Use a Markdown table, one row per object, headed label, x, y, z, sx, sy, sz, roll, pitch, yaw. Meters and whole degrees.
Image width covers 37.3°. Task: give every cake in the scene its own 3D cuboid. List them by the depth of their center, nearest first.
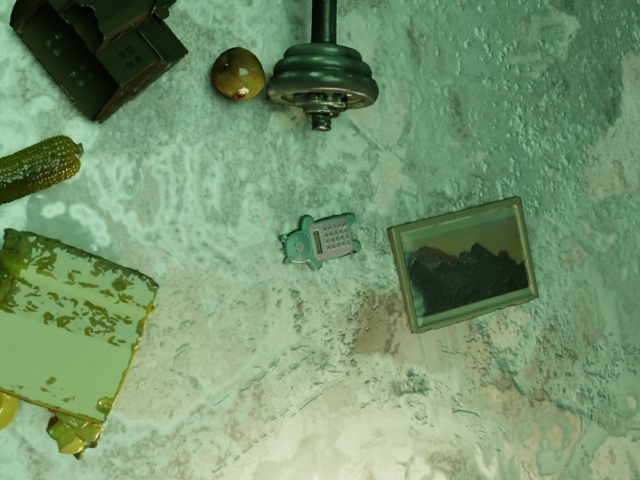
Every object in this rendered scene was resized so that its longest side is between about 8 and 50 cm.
| label | x | y | z | sx | sy | sz | roll | pitch | yaw |
| --- | --- | --- | --- | --- | --- | --- | --- | --- | --- |
| cake | -0.378 | 0.149 | 1.298 | 0.227 | 0.222 | 0.286 | 22 | 80 | -17 |

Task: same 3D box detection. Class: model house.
| label | x | y | z | sx | sy | sz | roll | pitch | yaw |
| --- | --- | --- | --- | --- | --- | --- | --- | --- | --- |
| model house | -0.280 | -0.341 | 1.381 | 0.211 | 0.204 | 0.243 | 51 | 55 | -11 |

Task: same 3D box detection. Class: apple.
| label | x | y | z | sx | sy | sz | roll | pitch | yaw |
| --- | --- | --- | --- | --- | --- | --- | --- | --- | --- |
| apple | -0.127 | -0.259 | 1.487 | 0.071 | 0.084 | 0.084 | 37 | 74 | -45 |

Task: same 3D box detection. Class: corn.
| label | x | y | z | sx | sy | sz | roll | pitch | yaw |
| --- | --- | --- | --- | --- | --- | --- | --- | --- | --- |
| corn | -0.436 | -0.093 | 1.364 | 0.207 | 0.068 | 0.068 | -27 | 98 | -21 |

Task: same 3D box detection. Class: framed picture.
| label | x | y | z | sx | sy | sz | roll | pitch | yaw |
| --- | --- | --- | --- | --- | --- | --- | --- | --- | --- |
| framed picture | 0.256 | 0.041 | 1.660 | 0.265 | 0.018 | 0.192 | -14 | 94 | -22 |

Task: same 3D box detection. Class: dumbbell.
| label | x | y | z | sx | sy | sz | roll | pitch | yaw |
| --- | --- | --- | --- | --- | --- | --- | --- | --- | --- |
| dumbbell | 0.006 | -0.374 | 1.490 | 0.179 | 0.179 | 0.406 | 2 | 88 | -21 |

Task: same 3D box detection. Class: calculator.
| label | x | y | z | sx | sy | sz | roll | pitch | yaw |
| --- | --- | --- | --- | --- | --- | --- | --- | --- | --- |
| calculator | 0.000 | 0.000 | 1.559 | 0.141 | 0.019 | 0.094 | -14 | 96 | -22 |
